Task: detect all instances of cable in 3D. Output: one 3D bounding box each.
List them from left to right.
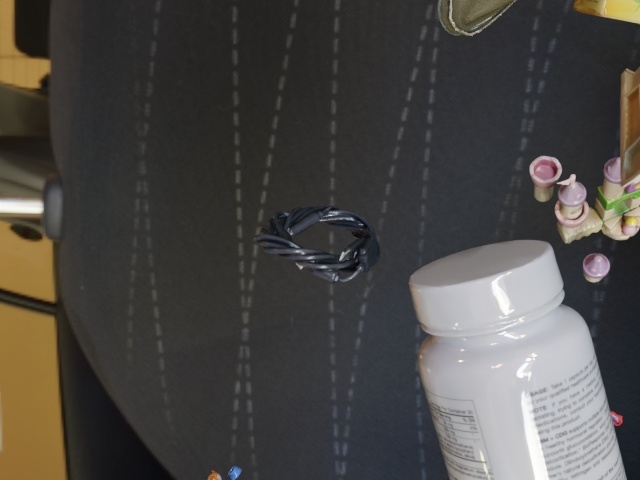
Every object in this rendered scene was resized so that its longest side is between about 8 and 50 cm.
[{"bbox_3d":[0.000,0.000,0.866,0.184,0.151,0.047,-55,-25,-65],"label":"cable"}]

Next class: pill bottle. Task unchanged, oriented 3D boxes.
[{"bbox_3d":[0.185,0.153,0.648,0.160,0.160,0.283,7,115,70],"label":"pill bottle"}]

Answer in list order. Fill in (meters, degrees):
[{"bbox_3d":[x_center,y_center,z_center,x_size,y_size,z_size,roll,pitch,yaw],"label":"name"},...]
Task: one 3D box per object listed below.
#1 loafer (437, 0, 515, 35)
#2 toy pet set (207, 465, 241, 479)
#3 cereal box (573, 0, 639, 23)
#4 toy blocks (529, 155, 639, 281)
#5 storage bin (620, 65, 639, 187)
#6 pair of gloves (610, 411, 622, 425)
[{"bbox_3d":[0.251,-0.363,0.883,0.251,0.094,0.087,-47,34,30],"label":"loafer"},{"bbox_3d":[-0.150,0.283,0.702,0.114,0.065,0.122,-45,9,13],"label":"toy pet set"},{"bbox_3d":[0.334,-0.243,0.527,0.047,0.240,0.173,-117,36,-63],"label":"cereal box"},{"bbox_3d":[0.613,-0.096,1.374,0.260,0.289,0.308,57,-169,-63],"label":"toy blocks"},{"bbox_3d":[0.498,-0.111,0.787,0.123,0.262,0.260,118,177,-49],"label":"storage bin"},{"bbox_3d":[0.356,0.234,1.032,0.159,0.198,0.023,8,71,42],"label":"pair of gloves"}]
